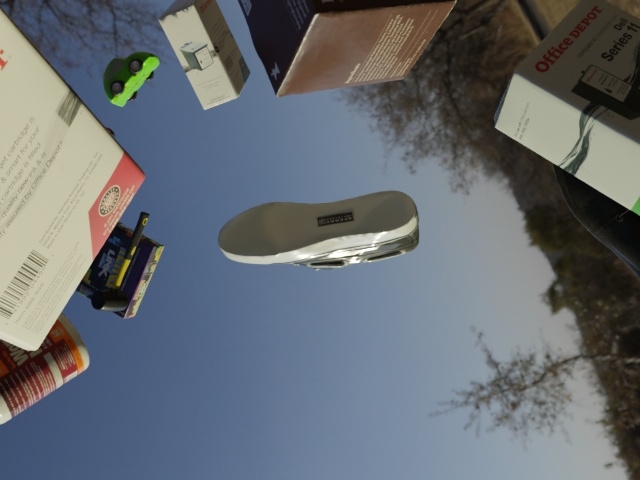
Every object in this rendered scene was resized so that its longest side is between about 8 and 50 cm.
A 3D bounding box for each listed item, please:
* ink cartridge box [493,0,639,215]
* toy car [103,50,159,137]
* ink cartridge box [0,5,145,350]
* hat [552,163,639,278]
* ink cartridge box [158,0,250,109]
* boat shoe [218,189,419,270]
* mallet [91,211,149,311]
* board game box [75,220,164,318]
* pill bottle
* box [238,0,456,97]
[{"bbox_3d":[0.299,-0.127,0.744,0.208,0.153,0.087,35,153,18],"label":"ink cartridge box"},{"bbox_3d":[-0.336,-0.208,1.172,0.053,0.225,0.239,42,-175,4],"label":"toy car"},{"bbox_3d":[-0.222,-0.039,0.478,0.159,0.092,0.218,-61,-17,-15],"label":"ink cartridge box"},{"bbox_3d":[0.455,-0.096,0.921,0.134,0.331,0.331,-26,-88,-32],"label":"hat"},{"bbox_3d":[-0.217,-0.370,1.470,0.140,0.082,0.191,-80,-33,-58],"label":"ink cartridge box"},{"bbox_3d":[0.000,0.000,1.160,0.102,0.301,0.108,74,-173,-48],"label":"boat shoe"},{"bbox_3d":[-0.337,0.040,1.352,0.039,0.190,0.062,27,179,28],"label":"mallet"},{"bbox_3d":[-0.425,0.056,1.606,0.141,0.170,0.048,26,-171,15],"label":"board game box"},{"bbox_3d":[-0.487,0.209,1.202,0.221,0.121,0.121,-34,-78,-34],"label":"pill bottle"},{"bbox_3d":[0.028,-0.308,0.981,0.203,0.167,0.168,-14,-109,-26],"label":"box"}]
